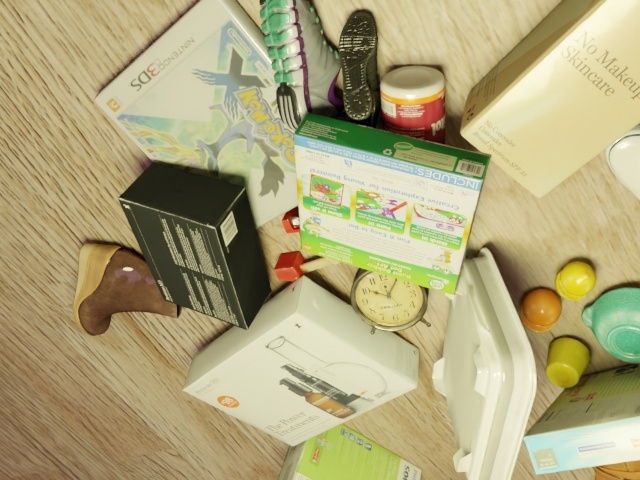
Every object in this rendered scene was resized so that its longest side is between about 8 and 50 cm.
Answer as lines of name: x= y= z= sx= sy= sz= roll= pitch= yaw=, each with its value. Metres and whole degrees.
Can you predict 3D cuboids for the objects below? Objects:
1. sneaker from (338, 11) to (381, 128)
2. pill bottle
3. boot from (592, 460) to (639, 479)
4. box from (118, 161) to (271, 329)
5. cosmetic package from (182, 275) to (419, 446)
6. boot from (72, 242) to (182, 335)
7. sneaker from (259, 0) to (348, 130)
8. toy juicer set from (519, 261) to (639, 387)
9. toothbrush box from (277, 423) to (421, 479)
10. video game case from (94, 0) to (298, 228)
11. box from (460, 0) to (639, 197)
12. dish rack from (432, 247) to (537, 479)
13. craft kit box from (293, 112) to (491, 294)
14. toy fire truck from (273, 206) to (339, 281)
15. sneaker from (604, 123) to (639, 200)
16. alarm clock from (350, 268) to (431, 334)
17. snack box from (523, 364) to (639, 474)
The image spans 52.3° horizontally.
sneaker: x=0.056 y=-0.214 z=0.889 sx=0.051 sy=0.089 sz=0.170 roll=1 pitch=90 yaw=13
pill bottle: x=0.129 y=-0.154 z=0.897 sx=0.086 sy=0.086 sz=0.152 roll=4 pitch=130 yaw=16
boot: x=0.650 y=0.431 z=1.194 sx=0.284 sy=0.109 sz=0.220 roll=-12 pitch=119 yaw=36
box: x=-0.201 y=0.014 z=1.093 sx=0.184 sy=0.103 sz=0.261 roll=15 pitch=141 yaw=20
cosmetic package: x=-0.044 y=0.249 z=1.252 sx=0.284 sy=0.097 sz=0.377 roll=35 pitch=131 yaw=-20
boot: x=-0.380 y=0.126 z=1.297 sx=0.207 sy=0.090 sz=0.248 roll=18 pitch=128 yaw=7
sneaker: x=-0.018 y=-0.267 z=0.883 sx=0.083 sy=0.098 sz=0.223 roll=29 pitch=131 yaw=57
toy juicer set: x=0.465 y=0.104 z=0.998 sx=0.329 sy=0.089 sz=0.209 roll=-24 pitch=104 yaw=42
toothbrush box: x=0.058 y=0.536 z=1.401 sx=0.283 sy=0.206 sz=0.122 roll=30 pitch=131 yaw=-7
video game case: x=-0.146 y=-0.172 z=1.011 sx=0.300 sy=0.036 sz=0.329 roll=-27 pitch=115 yaw=34
box: x=0.325 y=-0.210 z=0.760 sx=0.148 sy=0.121 sz=0.311 roll=36 pitch=130 yaw=-10
dish rack: x=0.239 y=0.208 z=1.018 sx=0.073 sy=0.285 sz=0.332 roll=-2 pitch=128 yaw=-2
craft kit box: x=0.090 y=-0.044 z=0.910 sx=0.250 sy=0.061 sz=0.246 roll=17 pitch=141 yaw=13
toy fire truck: x=0.000 y=0.000 z=1.092 sx=0.192 sy=0.047 sz=0.135 roll=-6 pitch=126 yaw=22
sneaker: x=0.478 y=-0.051 z=0.855 sx=0.258 sy=0.091 sz=0.094 roll=37 pitch=130 yaw=-12
alarm clock: x=0.113 y=0.070 z=1.097 sx=0.129 sy=0.064 sz=0.192 roll=-10 pitch=119 yaw=18
snack box: x=0.446 y=0.253 z=0.982 sx=0.187 sy=0.322 sz=0.060 roll=-23 pitch=82 yaw=33
